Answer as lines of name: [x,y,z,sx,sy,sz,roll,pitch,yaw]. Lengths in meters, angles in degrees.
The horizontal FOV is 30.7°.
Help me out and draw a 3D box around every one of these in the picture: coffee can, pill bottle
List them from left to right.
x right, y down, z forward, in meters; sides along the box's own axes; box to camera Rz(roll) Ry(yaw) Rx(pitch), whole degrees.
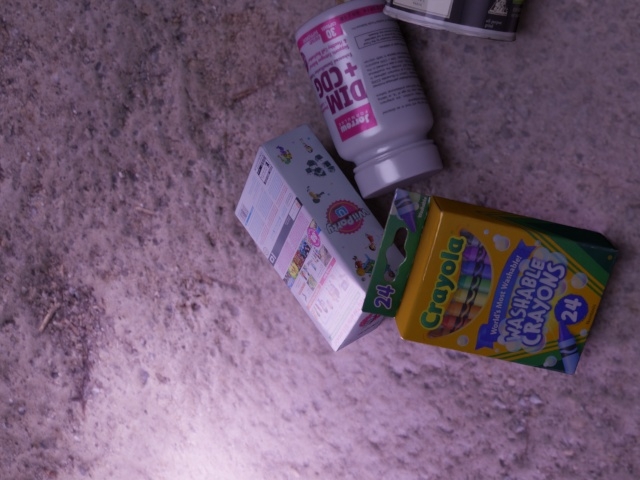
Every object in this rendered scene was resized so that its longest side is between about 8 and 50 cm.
pill bottle: [0.080,-0.219,1.811,0.160,0.160,0.283,-23,85,33]
coffee can: [0.214,-0.442,1.669,0.201,0.201,0.275,21,109,28]

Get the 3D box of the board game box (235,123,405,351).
board game box: [0.000,0.000,1.878,0.303,0.097,0.224,55,153,15]

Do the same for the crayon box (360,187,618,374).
crayon box: [0.242,0.061,1.692,0.323,0.083,0.203,12,108,-9]

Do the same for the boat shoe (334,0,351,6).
boat shoe: [0.033,-0.456,1.865,0.072,0.068,0.190,3,98,46]
